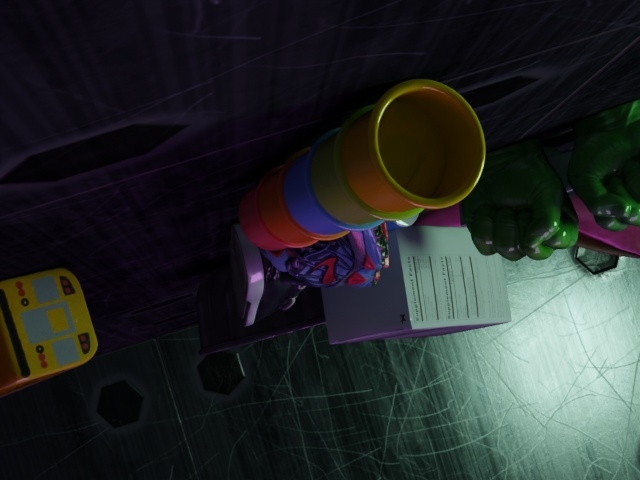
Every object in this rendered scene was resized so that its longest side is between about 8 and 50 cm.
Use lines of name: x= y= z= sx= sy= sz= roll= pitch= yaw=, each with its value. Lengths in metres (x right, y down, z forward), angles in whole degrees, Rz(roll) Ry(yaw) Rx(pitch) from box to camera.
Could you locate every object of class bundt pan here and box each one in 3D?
bundt pan: x=-0.032 y=0.067 z=2.025 sx=0.331 sy=0.124 sz=0.331 roll=-14 pitch=177 yaw=-1

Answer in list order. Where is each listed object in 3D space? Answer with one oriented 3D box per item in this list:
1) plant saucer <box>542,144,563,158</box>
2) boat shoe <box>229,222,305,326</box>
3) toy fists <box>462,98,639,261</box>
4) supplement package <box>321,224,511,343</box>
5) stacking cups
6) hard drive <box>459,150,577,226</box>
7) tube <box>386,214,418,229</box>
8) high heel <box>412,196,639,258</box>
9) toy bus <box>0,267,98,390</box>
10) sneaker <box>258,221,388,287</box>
plant saucer: x=0.257 y=-0.100 z=1.818 sx=0.119 sy=0.021 sz=0.119 roll=-17 pitch=175 yaw=-1
boat shoe: x=-0.057 y=0.036 z=1.665 sx=0.091 sy=0.114 sz=0.302 roll=-11 pitch=176 yaw=-8
toy fists: x=0.299 y=-0.063 z=1.661 sx=0.279 sy=0.142 sz=0.096 roll=-20 pitch=175 yaw=20
supplement package: x=0.125 y=0.057 z=1.838 sx=0.139 sy=0.133 sz=0.244 roll=-14 pitch=171 yaw=36
stacking cups: x=0.010 y=-0.050 z=1.125 sx=0.096 sy=0.096 sz=0.316 roll=-16 pitch=180 yaw=-26
hard drive: x=0.308 y=-0.077 z=1.803 sx=0.255 sy=0.054 sz=0.172 roll=-18 pitch=176 yaw=18
tube: x=0.036 y=-0.027 z=1.734 sx=0.080 sy=0.052 sz=0.207 roll=-6 pitch=175 yaw=-37
high heel: x=0.311 y=-0.009 z=2.131 sx=0.377 sy=0.181 sz=0.127 roll=-18 pitch=176 yaw=1
toy bus: x=-0.383 y=0.125 z=1.514 sx=0.130 sy=0.108 sz=0.333 roll=-16 pitch=175 yaw=-41
sneaker: x=0.000 y=0.000 z=1.401 sx=0.125 sy=0.104 sz=0.262 roll=-9 pitch=162 yaw=-5
